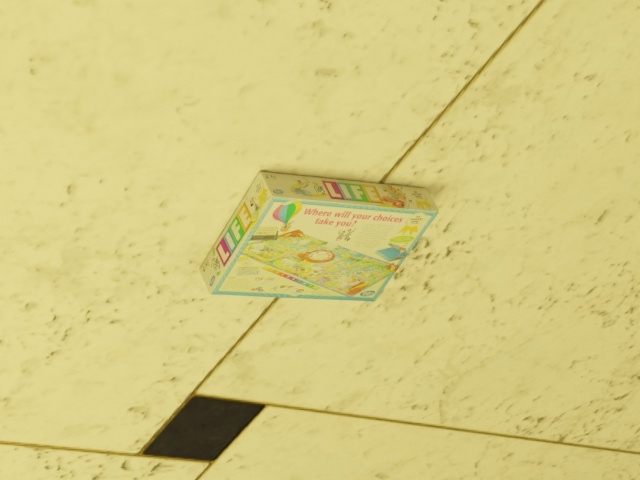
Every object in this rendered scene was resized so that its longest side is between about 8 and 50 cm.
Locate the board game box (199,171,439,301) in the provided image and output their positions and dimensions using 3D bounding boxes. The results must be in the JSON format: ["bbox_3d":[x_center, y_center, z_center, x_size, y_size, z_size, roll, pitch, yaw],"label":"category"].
[{"bbox_3d":[0.000,0.000,1.119,0.154,0.026,0.103,5,134,-36],"label":"board game box"}]
